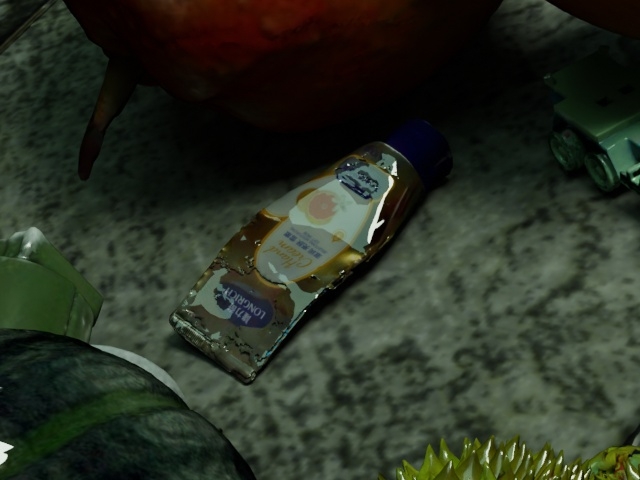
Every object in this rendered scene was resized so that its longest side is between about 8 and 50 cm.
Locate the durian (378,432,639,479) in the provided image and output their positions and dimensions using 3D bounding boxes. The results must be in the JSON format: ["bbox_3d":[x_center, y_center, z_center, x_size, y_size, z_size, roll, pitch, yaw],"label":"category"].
[{"bbox_3d":[0.080,0.140,0.632,0.159,0.146,0.198,-3,14,-4],"label":"durian"}]

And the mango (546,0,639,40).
[{"bbox_3d":[0.173,-0.156,0.886,0.289,0.129,0.146,10,12,-36],"label":"mango"}]

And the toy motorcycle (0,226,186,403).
[{"bbox_3d":[-0.170,0.080,0.843,0.275,0.127,0.205,-15,37,18],"label":"toy motorcycle"}]

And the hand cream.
[{"bbox_3d":[0.000,0.000,0.924,0.062,0.039,0.163,35,65,29],"label":"hand cream"}]

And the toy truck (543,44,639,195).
[{"bbox_3d":[0.166,-0.055,0.877,0.067,0.081,0.175,-29,39,-14],"label":"toy truck"}]

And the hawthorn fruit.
[{"bbox_3d":[-0.034,-0.151,0.989,0.254,0.254,0.300,29,87,44],"label":"hawthorn fruit"}]

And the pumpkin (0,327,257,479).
[{"bbox_3d":[-0.114,0.155,0.649,0.250,0.216,0.249,-4,76,17],"label":"pumpkin"}]
